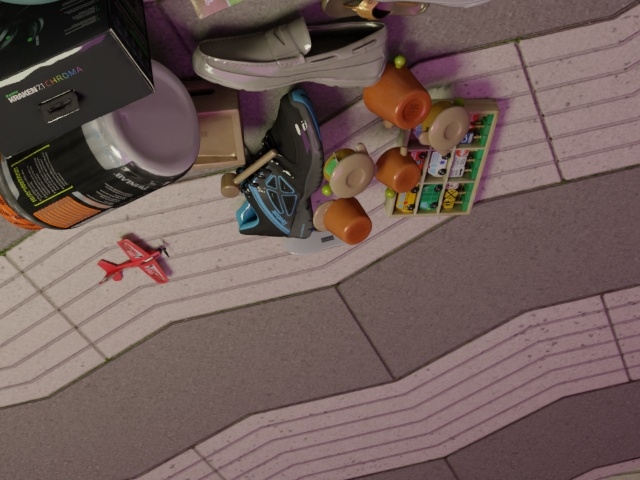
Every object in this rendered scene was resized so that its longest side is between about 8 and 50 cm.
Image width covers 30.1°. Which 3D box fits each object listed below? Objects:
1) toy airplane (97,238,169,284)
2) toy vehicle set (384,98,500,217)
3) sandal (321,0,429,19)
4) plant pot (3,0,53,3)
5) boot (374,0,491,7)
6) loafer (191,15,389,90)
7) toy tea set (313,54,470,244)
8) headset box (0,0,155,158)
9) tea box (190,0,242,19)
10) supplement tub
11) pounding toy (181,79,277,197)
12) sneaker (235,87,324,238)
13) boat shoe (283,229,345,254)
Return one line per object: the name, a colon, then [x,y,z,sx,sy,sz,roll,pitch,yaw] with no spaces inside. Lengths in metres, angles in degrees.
toy airplane: [-0.355,0.045,2.251,0.151,0.028,0.151,-7,137,-6]
toy vehicle set: [0.219,-0.148,2.185,0.166,0.035,0.266,-3,138,-11]
sandal: [0.092,-0.376,1.886,0.180,0.049,0.072,0,137,-15]
plant pot: [-0.385,-0.432,1.562,0.290,0.290,0.195,-4,173,-11]
boot: [0.184,-0.409,1.805,0.258,0.095,0.123,-6,179,-7]
loafer: [-0.046,-0.306,1.890,0.320,0.112,0.111,-5,134,-18]
toy tea set: [0.090,-0.156,2.035,0.336,0.124,0.200,-48,137,6]
headset box: [-0.378,-0.282,1.688,0.246,0.283,0.131,-23,138,9]
tea box: [-0.049,-0.462,1.488,0.324,0.329,0.220,-24,111,6]
supplement tub: [-0.366,-0.140,1.863,0.338,0.207,0.207,-20,143,38]
pounding toy: [-0.166,-0.172,2.003,0.181,0.094,0.206,-5,139,-1]
sneaker: [-0.073,-0.118,2.072,0.140,0.125,0.340,-4,138,-11]
boat shoe: [0.000,0.000,2.286,0.142,0.049,0.040,-9,177,2]
